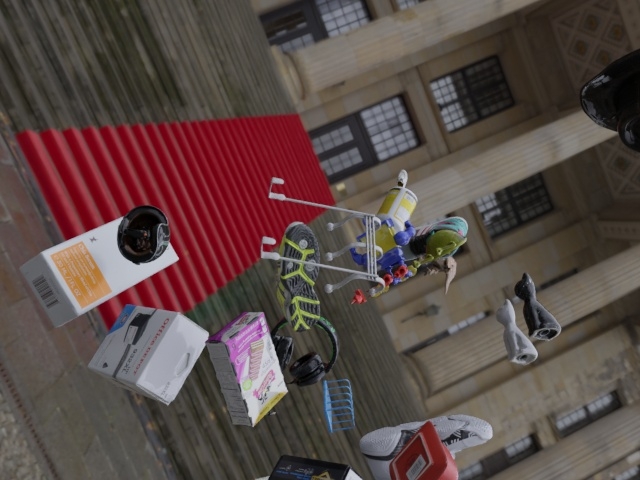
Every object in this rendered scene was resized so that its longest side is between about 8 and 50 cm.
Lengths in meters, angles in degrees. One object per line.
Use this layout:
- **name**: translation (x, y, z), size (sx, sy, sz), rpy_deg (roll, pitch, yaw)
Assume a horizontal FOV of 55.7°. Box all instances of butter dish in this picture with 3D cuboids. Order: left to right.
- **butter dish**: translation (0.240, 0.506, 1.311), size (0.118, 0.160, 0.160), rpy_deg (33, 14, -15)

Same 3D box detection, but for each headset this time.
- **headset**: translation (-0.101, 0.432, 2.108), size (0.243, 0.394, 0.185), rpy_deg (33, 20, 3)

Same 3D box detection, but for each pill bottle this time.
- **pill bottle**: translation (0.238, -0.079, 1.981), size (0.103, 0.184, 0.103), rpy_deg (25, -25, 13)

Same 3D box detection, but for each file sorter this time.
- **file sorter**: translation (0.072, 0.643, 2.372), size (0.170, 0.105, 0.118), rpy_deg (-91, 170, -62)

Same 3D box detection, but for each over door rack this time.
- **over door rack**: translation (0.000, 0.000, 1.509), size (0.239, 0.325, 0.108), rpy_deg (-89, -156, -45)

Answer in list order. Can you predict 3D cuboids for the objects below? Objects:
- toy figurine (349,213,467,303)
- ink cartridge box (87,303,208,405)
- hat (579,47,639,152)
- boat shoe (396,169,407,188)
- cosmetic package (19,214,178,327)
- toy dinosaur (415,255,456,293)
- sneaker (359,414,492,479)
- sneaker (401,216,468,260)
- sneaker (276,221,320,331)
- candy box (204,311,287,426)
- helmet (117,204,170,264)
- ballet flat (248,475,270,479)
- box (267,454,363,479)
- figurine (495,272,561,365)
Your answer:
- **toy figurine**: translation (0.195, 0.005, 1.703), size (0.217, 0.363, 0.191), rpy_deg (61, 21, 12)
- **ink cartridge box**: translation (-0.495, 0.315, 1.730), size (0.308, 0.223, 0.129), rpy_deg (0, -36, 46)
- **hat**: translation (0.701, -0.248, 1.230), size (0.331, 0.332, 0.133), rpy_deg (88, 10, -68)
- **boat shoe**: translation (0.293, -0.214, 2.203), size (0.035, 0.035, 0.100), rpy_deg (60, 44, -71)
- **cosmetic package**: translation (-0.723, 0.077, 2.030), size (0.230, 0.162, 0.453), rpy_deg (61, 37, -6)
- **toy dinosaur**: translation (0.500, 0.067, 2.517), size (0.200, 0.127, 0.295), rpy_deg (-6, 63, -55)
- **sneaker**: translation (0.303, 0.612, 1.669), size (0.137, 0.366, 0.210), rpy_deg (-5, 82, -77)
- **sneaker**: translation (0.387, 0.014, 2.175), size (0.123, 0.296, 0.178), rpy_deg (63, 18, -6)
- **sneaker**: translation (-0.093, 0.110, 1.932), size (0.147, 0.145, 0.384), rpy_deg (37, -46, 47)
- **candy box**: translation (-0.178, 0.314, 1.493), size (0.071, 0.159, 0.233), rpy_deg (-3, -70, 34)
- **helmet**: translation (-0.536, -0.018, 1.843), size (0.161, 0.170, 0.169), rpy_deg (-93, 163, -72)
- **ballet flat**: translation (-0.154, 0.784, 1.875), size (0.116, 0.124, 0.342), rpy_deg (58, 5, 32)
- **box**: translation (-0.065, 0.716, 1.576), size (0.296, 0.293, 0.073), rpy_deg (-13, -56, 48)
- **figurine**: translation (0.609, 0.238, 1.832), size (0.214, 0.093, 0.209), rpy_deg (110, -21, -44)
